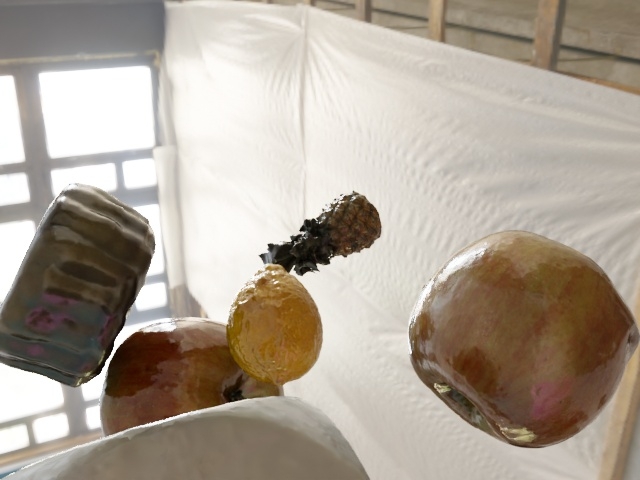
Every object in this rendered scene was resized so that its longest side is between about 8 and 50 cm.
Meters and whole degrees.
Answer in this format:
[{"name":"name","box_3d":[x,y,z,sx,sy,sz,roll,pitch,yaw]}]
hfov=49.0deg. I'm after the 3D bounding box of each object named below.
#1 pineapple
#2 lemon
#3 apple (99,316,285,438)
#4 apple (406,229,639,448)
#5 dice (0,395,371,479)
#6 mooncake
[{"name":"pineapple","box_3d":[-0.001,-0.001,1.394,0.128,0.248,0.128,45,-28,32]},{"name":"lemon","box_3d":[-0.068,0.122,1.018,0.142,0.142,0.187,123,-37,-58]},{"name":"apple","box_3d":[-0.191,0.255,1.122,0.309,0.249,0.278,-47,130,-71]},{"name":"apple","box_3d":[0.196,0.097,0.706,0.211,0.188,0.211,36,-16,12]},{"name":"dice","box_3d":[-0.090,0.271,0.487,0.243,0.251,0.259,126,-52,-61]},{"name":"mooncake","box_3d":[-0.358,0.064,1.035,0.290,0.161,0.290,-54,-160,30]}]
